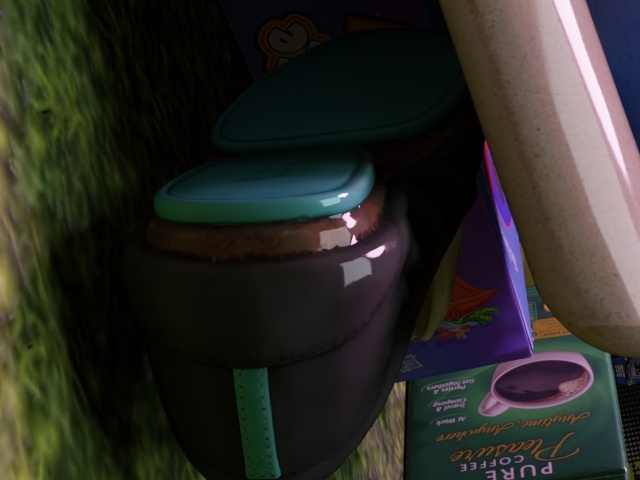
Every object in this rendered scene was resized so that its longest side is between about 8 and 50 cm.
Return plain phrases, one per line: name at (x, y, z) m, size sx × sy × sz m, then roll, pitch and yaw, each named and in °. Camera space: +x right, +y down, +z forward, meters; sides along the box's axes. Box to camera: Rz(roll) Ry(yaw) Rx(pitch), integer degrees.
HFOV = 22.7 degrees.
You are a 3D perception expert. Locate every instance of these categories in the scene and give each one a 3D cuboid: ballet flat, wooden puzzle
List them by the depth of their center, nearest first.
ballet flat at (0.000, 0.000, 0.507) m, size 0.280 × 0.095 × 0.096 m, roll -51°, pitch 138°, yaw -68°
wooden puzzle at (0.087, -0.122, 0.585) m, size 0.348 × 0.081 × 0.322 m, roll 5°, pitch 67°, yaw -78°

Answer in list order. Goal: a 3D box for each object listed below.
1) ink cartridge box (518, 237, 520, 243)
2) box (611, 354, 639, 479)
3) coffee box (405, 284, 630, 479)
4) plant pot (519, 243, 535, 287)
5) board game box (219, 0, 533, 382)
ink cartridge box at (0.158, -0.090, 1.207) m, size 0.066 × 0.232 × 0.189 m, roll 35°, pitch 28°, yaw -16°
box at (0.182, 0.139, 0.980) m, size 0.045 × 0.191 × 0.184 m, roll -73°, pitch 150°, yaw -73°
coffee box at (0.104, 0.089, 0.854) m, size 0.184 × 0.113 × 0.040 m, roll -85°, pitch 163°, yaw -60°
plant pot at (0.310, -0.068, 1.449) m, size 0.275 × 0.294 × 0.274 m, roll -5°, pitch 90°, yaw -88°
board game box at (0.018, -0.130, 0.746) m, size 0.347 × 0.078 × 0.233 m, roll 66°, pitch 16°, yaw -46°
